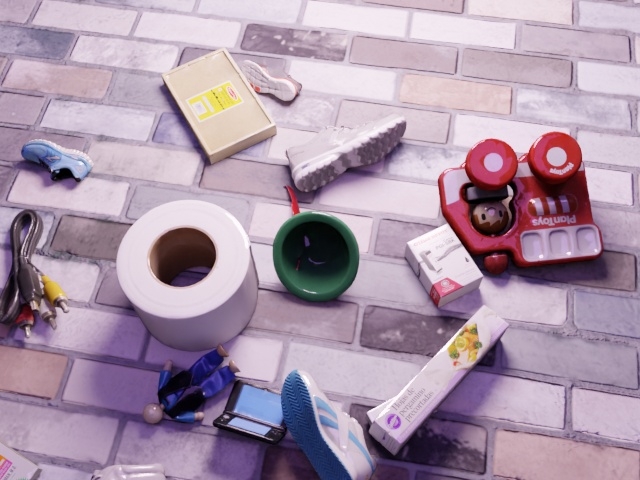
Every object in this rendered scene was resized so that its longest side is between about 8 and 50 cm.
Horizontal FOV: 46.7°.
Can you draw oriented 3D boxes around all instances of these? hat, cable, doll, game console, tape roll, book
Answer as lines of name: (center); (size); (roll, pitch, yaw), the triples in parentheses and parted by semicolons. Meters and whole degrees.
hat: (0.000, 0.000, 1.519); (0.173, 0.183, 0.208); (-2, 103, 8)
cable: (-0.591, 0.069, 1.494); (0.139, 0.072, 0.287); (-31, 51, 4)
doll: (-0.245, 0.269, 1.364); (0.189, 0.046, 0.129); (-37, 76, -10)
game console: (-0.117, 0.306, 1.329); (0.122, 0.107, 0.071); (14, 91, 10)
tape roll: (-0.246, 0.068, 1.405); (0.246, 0.169, 0.246); (-1, 61, 2)
book: (-0.579, 0.408, 1.308); (0.144, 0.035, 0.096); (27, 69, 14)

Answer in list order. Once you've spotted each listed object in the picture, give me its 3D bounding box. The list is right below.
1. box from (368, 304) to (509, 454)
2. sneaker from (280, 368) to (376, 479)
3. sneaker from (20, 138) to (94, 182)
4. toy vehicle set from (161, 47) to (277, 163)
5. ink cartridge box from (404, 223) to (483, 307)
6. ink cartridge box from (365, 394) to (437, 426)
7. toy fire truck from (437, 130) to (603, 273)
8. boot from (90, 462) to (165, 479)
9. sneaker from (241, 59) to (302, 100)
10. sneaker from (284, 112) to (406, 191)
box: (0.217, 0.244, 1.333); (0.063, 0.067, 0.324); (40, 62, 20)
sneaker: (0.011, 0.327, 1.300); (0.092, 0.087, 0.228); (-11, 64, -48)
sneaker: (-0.578, -0.169, 1.603); (0.162, 0.063, 0.073); (15, 66, 10)
toy vehicle set: (-0.233, -0.311, 1.686); (0.166, 0.035, 0.266); (-26, 64, -12)
ink cartridge box: (0.242, 0.048, 1.466); (0.099, 0.056, 0.135); (-25, 64, -11)
ink cartridge box: (0.145, 0.314, 1.338); (0.115, 0.029, 0.063); (-25, 63, -19)
toy fire truck: (0.396, -0.066, 1.480); (0.302, 0.169, 0.253); (-7, 80, -1)
boot: (-0.383, 0.454, 1.252); (0.258, 0.095, 0.123); (-8, 55, -12)
sneaker: (-0.111, -0.372, 1.716); (0.158, 0.061, 0.065); (33, 40, 17)
sneaker: (0.052, -0.216, 1.588); (0.281, 0.105, 0.115); (-25, 64, -11)
